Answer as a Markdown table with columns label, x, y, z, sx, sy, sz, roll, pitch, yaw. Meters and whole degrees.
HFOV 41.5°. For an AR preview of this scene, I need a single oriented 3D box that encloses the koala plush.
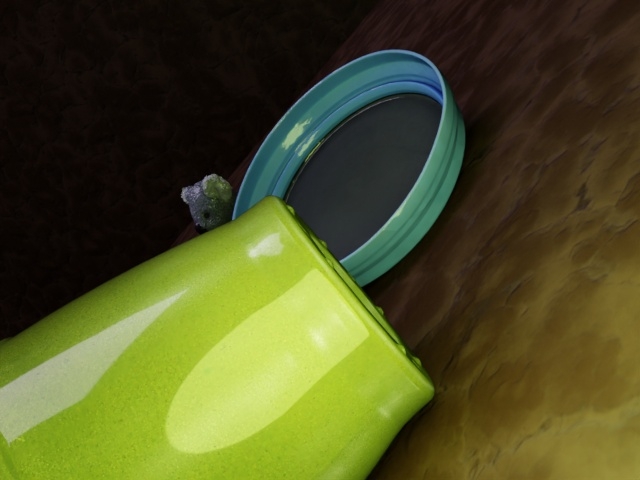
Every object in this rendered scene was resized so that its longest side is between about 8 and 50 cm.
| label | x | y | z | sx | sy | sz | roll | pitch | yaw |
| --- | --- | --- | --- | --- | --- | --- | --- | --- | --- |
| koala plush | -0.208 | -0.055 | 1.893 | 0.203 | 0.221 | 0.196 | -52 | 15 | -21 |

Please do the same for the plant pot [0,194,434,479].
| label | x | y | z | sx | sy | sz | roll | pitch | yaw |
| --- | --- | --- | --- | --- | --- | --- | --- | --- | --- |
| plant pot | -0.100 | 0.155 | 0.775 | 0.353 | 0.366 | 0.366 | -40 | 13 | 3 |

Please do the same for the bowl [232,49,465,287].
| label | x | y | z | sx | sy | sz | roll | pitch | yaw |
| --- | --- | --- | --- | --- | --- | --- | --- | --- | --- |
| bowl | 0.036 | -0.093 | 1.203 | 0.391 | 0.077 | 0.391 | -29 | 41 | 30 |
